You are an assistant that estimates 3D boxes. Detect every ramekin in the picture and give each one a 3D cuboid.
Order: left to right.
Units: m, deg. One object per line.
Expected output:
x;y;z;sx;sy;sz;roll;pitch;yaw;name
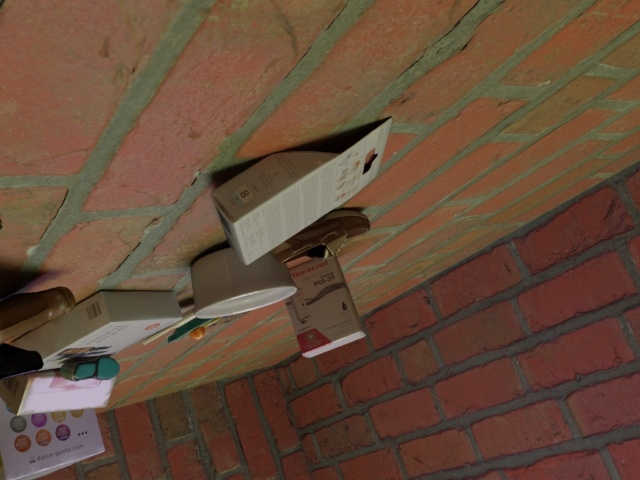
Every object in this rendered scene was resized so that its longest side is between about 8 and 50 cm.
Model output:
-0.211;0.104;1.719;0.277;0.135;0.277;-15;168;-3;ramekin

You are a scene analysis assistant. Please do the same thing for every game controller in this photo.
-0.760;0.244;1.406;0.318;0.067;0.166;10;176;25;game controller

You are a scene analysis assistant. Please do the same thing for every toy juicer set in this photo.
-0.368;0.251;2.013;0.209;0.090;0.329;-32;176;27;toy juicer set

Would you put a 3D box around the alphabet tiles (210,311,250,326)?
-0.360;0.279;2.400;0.198;0.009;0.237;-25;164;15;alphabet tiles

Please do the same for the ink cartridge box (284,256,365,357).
-0.002;0.210;2.113;0.207;0.283;0.117;-22;161;5;ink cartridge box

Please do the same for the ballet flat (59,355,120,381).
-0.670;0.370;1.885;0.068;0.072;0.213;4;173;19;ballet flat

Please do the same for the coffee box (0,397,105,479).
-0.962;0.590;2.067;0.338;0.335;0.337;-28;164;31;coffee box

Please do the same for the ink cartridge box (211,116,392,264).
-0.037;-0.120;1.387;0.384;0.091;0.308;-35;167;-12;ink cartridge box

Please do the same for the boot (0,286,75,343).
-0.666;0.172;1.321;0.236;0.089;0.269;-23;-175;16;boot

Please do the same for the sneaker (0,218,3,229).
-0.544;-0.032;1.075;0.035;0.031;0.083;-25;176;-42;sneaker

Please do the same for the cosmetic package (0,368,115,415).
-0.787;0.421;1.948;0.296;0.153;0.129;12;102;-54;cosmetic package

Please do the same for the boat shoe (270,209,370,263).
0.000;0.000;1.705;0.324;0.117;0.123;-11;162;-32;boat shoe

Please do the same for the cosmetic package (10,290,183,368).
-0.622;0.254;1.820;0.377;0.098;0.284;-28;166;24;cosmetic package
